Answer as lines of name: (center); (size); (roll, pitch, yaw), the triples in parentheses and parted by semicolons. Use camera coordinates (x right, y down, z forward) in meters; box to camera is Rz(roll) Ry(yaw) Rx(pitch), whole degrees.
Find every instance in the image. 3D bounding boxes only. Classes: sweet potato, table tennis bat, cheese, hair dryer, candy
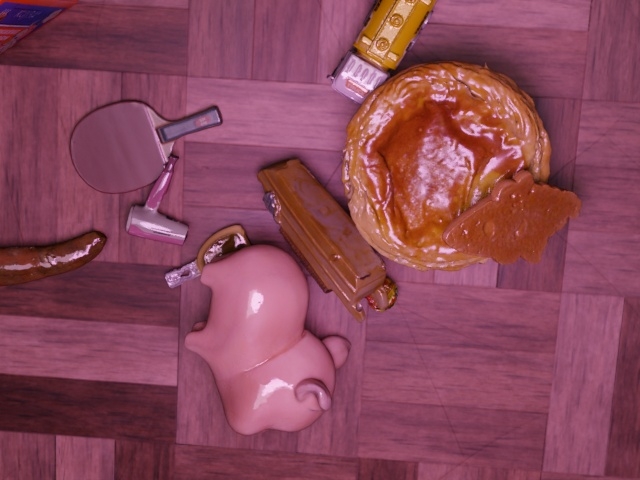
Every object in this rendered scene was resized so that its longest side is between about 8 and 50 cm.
sweet potato: (-0.504, 0.036, 1.800); (0.273, 0.075, 0.075); (-9, 101, 3)
table tennis bat: (-0.299, -0.173, 1.771); (0.274, 0.021, 0.154); (-17, 101, 8)
cheese: (-0.195, 0.038, 1.800); (0.163, 0.036, 0.086); (-23, 98, 7)
hair dryer: (-0.269, -0.072, 1.769); (0.106, 0.054, 0.154); (13, 107, -4)
candy: (0.050, 0.048, 1.788); (0.201, 0.060, 0.060); (37, 101, 4)

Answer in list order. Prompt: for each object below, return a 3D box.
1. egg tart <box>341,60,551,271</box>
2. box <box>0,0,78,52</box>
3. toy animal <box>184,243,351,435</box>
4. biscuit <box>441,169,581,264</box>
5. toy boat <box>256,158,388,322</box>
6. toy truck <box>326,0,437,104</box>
egg tart: (0.199, -0.123, 1.684); (0.352, 0.150, 0.351); (-1, 105, -2)
box: (-0.587, -0.440, 1.567); (0.257, 0.348, 0.318); (-33, 96, 9)
toy animal: (-0.088, 0.170, 1.731); (0.269, 0.237, 0.326); (14, 107, 7)
biscuit: (0.301, -0.031, 1.626); (0.250, 0.035, 0.162); (-13, 112, -22)
toy boat: (0.000, 0.000, 1.729); (0.089, 0.115, 0.310); (-32, 75, -33)
toy truck: (0.102, -0.325, 1.670); (0.098, 0.114, 0.227); (31, 102, -3)
